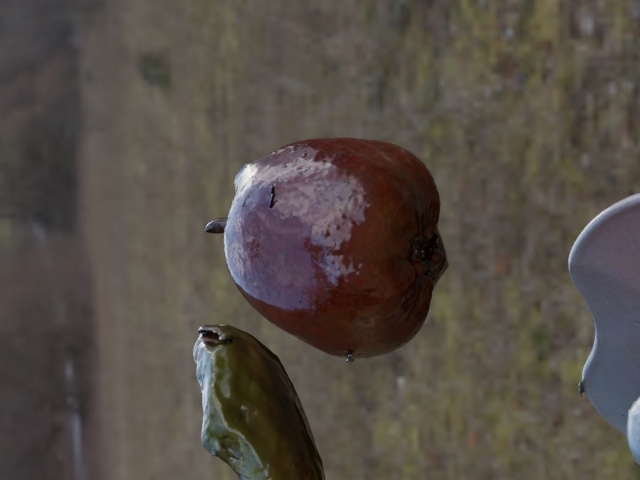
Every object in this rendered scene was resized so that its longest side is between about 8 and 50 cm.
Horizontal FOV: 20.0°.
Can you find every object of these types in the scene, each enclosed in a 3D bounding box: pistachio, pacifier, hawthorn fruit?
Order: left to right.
[{"bbox_3d":[-0.033,0.120,1.135,0.049,0.089,0.173,-37,64,27],"label":"pistachio"},{"bbox_3d":[0.000,0.000,1.506,0.185,0.202,0.185,11,-90,-74],"label":"hawthorn fruit"},{"bbox_3d":[0.344,0.098,1.646,0.220,0.273,0.332,34,146,44],"label":"pacifier"}]
